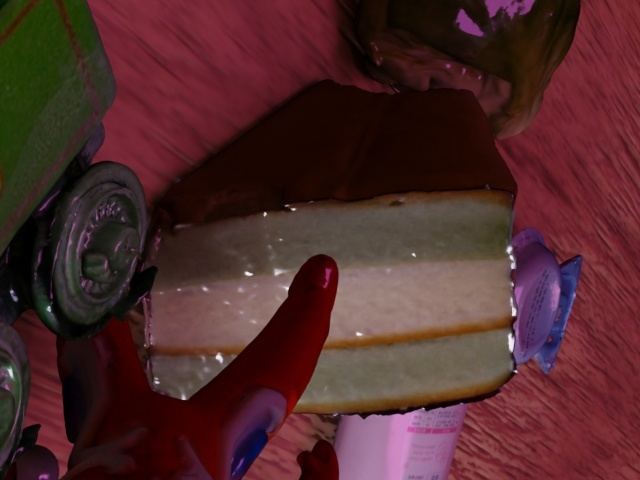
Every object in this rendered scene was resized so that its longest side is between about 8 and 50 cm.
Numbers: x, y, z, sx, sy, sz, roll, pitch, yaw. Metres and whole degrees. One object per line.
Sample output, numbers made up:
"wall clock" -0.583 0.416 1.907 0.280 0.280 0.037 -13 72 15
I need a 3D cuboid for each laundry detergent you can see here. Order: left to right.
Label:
"laundry detergent" 0.056 0.169 1.290 0.159 0.088 0.335 5 100 -63

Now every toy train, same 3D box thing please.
"toy train" -0.176 -0.006 0.714 0.243 0.132 0.188 -59 149 -34

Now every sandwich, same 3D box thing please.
"sandwich" 0.000 -0.001 1.084 0.198 0.227 0.155 -100 -173 -63

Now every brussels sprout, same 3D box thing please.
"brussels sprout" 0.108 -0.159 1.170 0.183 0.131 0.145 34 78 -57

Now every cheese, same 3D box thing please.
"cheese" 0.183 0.058 1.506 0.244 0.052 0.135 14 94 -64

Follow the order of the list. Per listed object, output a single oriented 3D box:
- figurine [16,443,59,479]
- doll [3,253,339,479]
"figurine" -0.179 0.292 0.840 0.370 0.167 0.281 -63 177 -3
"doll" -0.083 0.118 0.781 0.384 0.188 0.099 -83 -171 -52
